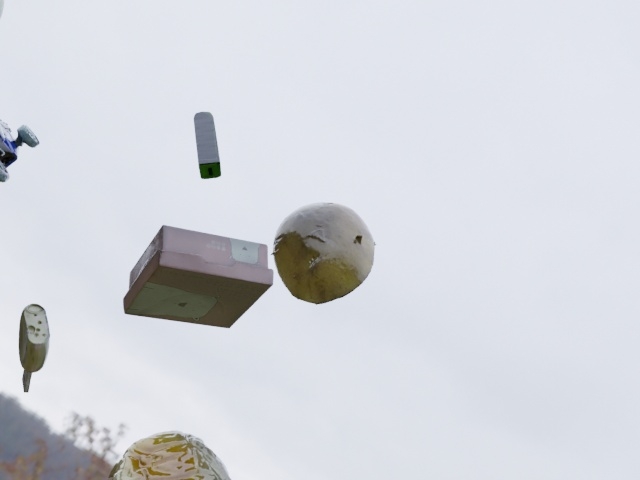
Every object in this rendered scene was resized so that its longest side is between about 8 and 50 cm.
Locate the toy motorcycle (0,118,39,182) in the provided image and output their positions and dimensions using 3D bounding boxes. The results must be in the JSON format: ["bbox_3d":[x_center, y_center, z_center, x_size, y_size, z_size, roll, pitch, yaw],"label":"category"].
[{"bbox_3d":[-0.550,-0.183,1.489,0.169,0.113,0.315,52,-2,-22],"label":"toy motorcycle"}]

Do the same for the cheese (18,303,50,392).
[{"bbox_3d":[-0.477,0.191,1.532,0.037,0.097,0.192,-3,-40,-26],"label":"cheese"}]

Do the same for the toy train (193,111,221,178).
[{"bbox_3d":[-0.232,-0.195,1.897,0.044,0.209,0.042,-6,-53,-6],"label":"toy train"}]

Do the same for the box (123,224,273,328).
[{"bbox_3d":[-0.222,0.068,1.671,0.215,0.086,0.215,10,-32,-25],"label":"box"}]

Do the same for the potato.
[{"bbox_3d":[0.000,0.000,2.112,0.239,0.299,0.116,-18,-47,1],"label":"potato"}]

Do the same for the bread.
[{"bbox_3d":[-0.195,0.450,1.388,0.389,0.236,0.183,-119,-153,-61],"label":"bread"}]

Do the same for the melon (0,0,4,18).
[{"bbox_3d":[-0.417,-0.235,0.947,0.192,0.139,0.139,-18,-44,10],"label":"melon"}]
